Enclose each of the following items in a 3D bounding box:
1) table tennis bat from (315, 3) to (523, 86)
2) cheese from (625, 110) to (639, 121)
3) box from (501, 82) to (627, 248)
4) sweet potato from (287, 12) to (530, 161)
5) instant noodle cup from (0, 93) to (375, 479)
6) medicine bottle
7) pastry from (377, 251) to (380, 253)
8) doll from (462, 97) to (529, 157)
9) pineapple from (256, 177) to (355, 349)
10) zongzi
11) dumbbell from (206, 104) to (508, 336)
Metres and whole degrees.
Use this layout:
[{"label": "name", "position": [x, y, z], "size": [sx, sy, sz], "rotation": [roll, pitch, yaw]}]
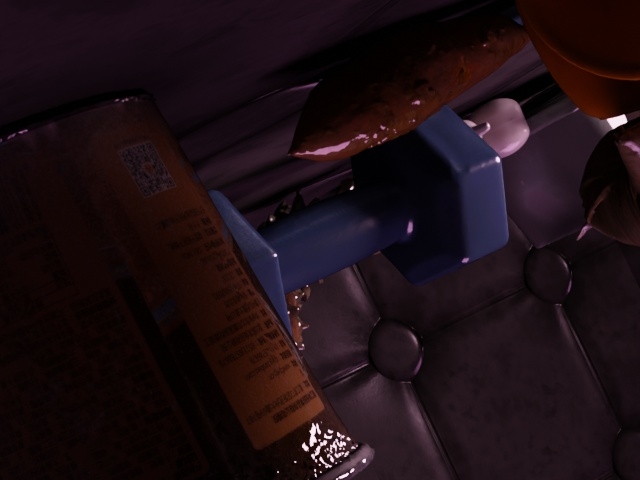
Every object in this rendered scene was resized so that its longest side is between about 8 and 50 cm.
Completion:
[{"label": "table tennis bat", "position": [0.070, -0.110, 1.010], "size": [0.201, 0.033, 0.124], "rotation": [-26, 176, -43]}, {"label": "cheese", "position": [0.334, -0.164, 1.067], "size": [0.332, 0.153, 0.292], "rotation": [-24, 177, 4]}, {"label": "box", "position": [0.277, -0.098, 1.680], "size": [0.163, 0.135, 0.243], "rotation": [-39, -175, -35]}, {"label": "sweet potato", "position": [0.053, -0.097, 0.918], "size": [0.206, 0.060, 0.068], "rotation": [-25, -145, -31]}, {"label": "instant noodle cup", "position": [-0.113, 0.059, 0.759], "size": [0.217, 0.207, 0.217], "rotation": [-25, 178, -1]}, {"label": "medicine bottle", "position": [0.166, -0.127, 0.697], "size": [0.149, 0.112, 0.222], "rotation": [-25, 178, 28]}, {"label": "pastry", "position": [0.096, -0.047, 1.813], "size": [0.166, 0.088, 0.166], "rotation": [-27, 180, 0]}, {"label": "doll", "position": [0.131, -0.091, 1.584], "size": [0.160, 0.059, 0.161], "rotation": [-24, 176, -2]}, {"label": "pineapple", "position": [-0.073, 0.052, 1.470], "size": [0.175, 0.175, 0.361], "rotation": [-27, -163, 30]}, {"label": "zongzi", "position": [0.142, -0.036, 0.753], "size": [0.178, 0.081, 0.189], "rotation": [11, 179, -35]}, {"label": "dumbbell", "position": [0.000, 0.000, 1.297], "size": [0.325, 0.160, 0.144], "rotation": [-24, -152, -33]}]
